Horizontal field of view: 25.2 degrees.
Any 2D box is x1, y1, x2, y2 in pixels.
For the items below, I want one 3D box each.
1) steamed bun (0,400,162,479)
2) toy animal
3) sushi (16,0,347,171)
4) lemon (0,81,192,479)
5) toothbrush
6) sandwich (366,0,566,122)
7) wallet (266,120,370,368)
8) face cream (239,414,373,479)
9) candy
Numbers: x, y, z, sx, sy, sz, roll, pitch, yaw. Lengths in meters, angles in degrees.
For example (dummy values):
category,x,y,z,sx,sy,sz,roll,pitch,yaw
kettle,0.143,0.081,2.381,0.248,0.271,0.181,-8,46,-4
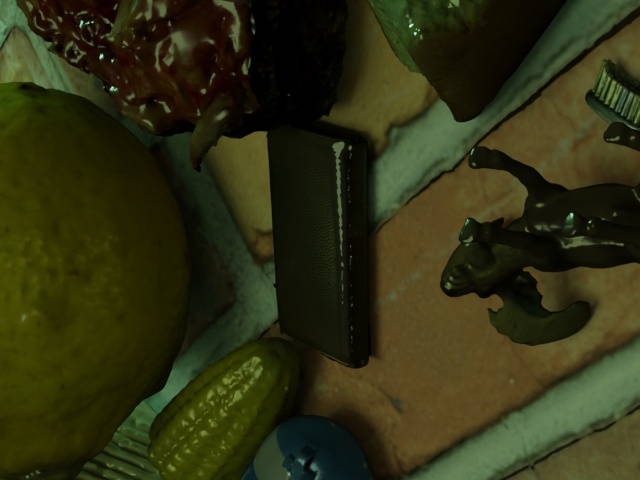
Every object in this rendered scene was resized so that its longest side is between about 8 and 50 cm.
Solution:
category,x,y,z,sx,sy,sz,roll,pitch,yaw
steamed bun,-0.263,0.308,1.486,0.207,0.268,0.280,105,151,-54
toy animal,0.152,0.006,0.941,0.214,0.186,0.093,-5,70,31
sushi,-0.116,-0.182,1.146,0.343,0.182,0.196,34,136,43
lemon,-0.291,0.041,1.315,0.350,0.350,0.387,-27,70,53
toothbrush,0.294,-0.009,0.819,0.375,0.028,0.037,39,125,37
sandwich,0.089,-0.172,0.934,0.122,0.128,0.235,59,142,29
wallet,0.000,0.000,1.193,0.110,0.031,0.198,21,120,47
face cream,-0.020,0.263,1.282,0.149,0.083,0.264,33,130,23
candy,-0.077,0.153,1.300,0.199,0.106,0.094,-51,46,44
